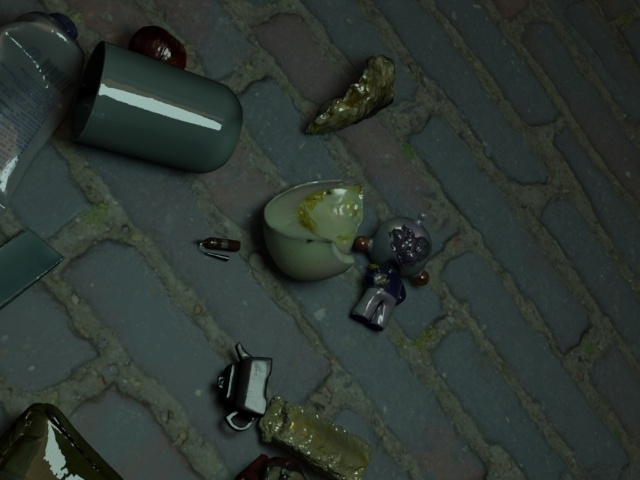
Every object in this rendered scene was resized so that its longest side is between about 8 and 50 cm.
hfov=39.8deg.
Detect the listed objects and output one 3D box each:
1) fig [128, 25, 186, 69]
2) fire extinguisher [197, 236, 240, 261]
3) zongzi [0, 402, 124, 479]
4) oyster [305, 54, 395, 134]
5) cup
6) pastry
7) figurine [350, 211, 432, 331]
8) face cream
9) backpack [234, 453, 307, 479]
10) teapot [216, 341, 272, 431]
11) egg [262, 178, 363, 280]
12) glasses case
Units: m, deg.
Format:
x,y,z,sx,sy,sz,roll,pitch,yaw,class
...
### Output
x,y,z,sx,sy,sz,roll,pitch,yaw,class
-0.361,-0.391,1.874,0.150,0.128,0.128,-20,84,-28,fig
-0.219,0.018,1.869,0.100,0.032,0.046,6,104,-29,fire extinguisher
-0.482,0.497,1.460,0.323,0.160,0.360,48,56,-6,zongzi
0.099,-0.345,2.121,0.110,0.166,0.341,47,39,3,oyster
-0.328,-0.257,1.796,0.312,0.205,0.205,16,66,-27,cup
-0.005,0.413,1.818,0.258,0.089,0.121,39,45,-16,pastry
0.152,0.062,2.010,0.274,0.133,0.194,-42,96,-23,figurine
-0.592,-0.269,1.689,0.235,0.137,0.420,47,56,-37,face cream
-0.108,0.529,1.689,0.229,0.139,0.229,3,85,-42,backpack
-0.160,0.291,1.769,0.096,0.087,0.177,15,66,-20,teapot
-0.017,-0.004,1.913,0.206,0.162,0.271,2,32,9,egg
-0.600,0.093,1.610,0.105,0.056,0.266,37,55,14,glasses case
